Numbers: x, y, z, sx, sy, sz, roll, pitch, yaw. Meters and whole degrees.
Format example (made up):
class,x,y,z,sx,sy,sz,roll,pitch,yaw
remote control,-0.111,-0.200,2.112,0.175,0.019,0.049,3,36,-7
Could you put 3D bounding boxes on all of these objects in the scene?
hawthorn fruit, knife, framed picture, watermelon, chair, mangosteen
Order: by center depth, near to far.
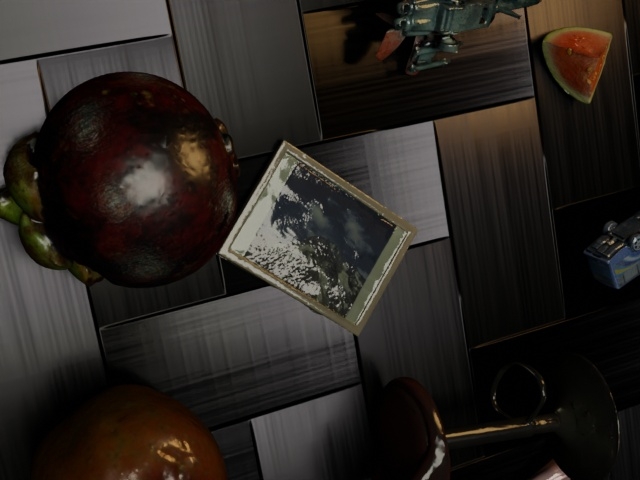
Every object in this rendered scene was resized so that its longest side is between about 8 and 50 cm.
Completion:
class,x,y,z,sx,sy,sz,roll,pitch,yaw
mangosteen,-0.258,-0.076,1.338,0.311,0.311,0.311,-3,98,-22
hawthorn fruit,-0.254,0.339,1.377,0.268,0.301,0.267,-1,92,-27
framed picture,0.000,0.000,1.588,0.281,0.019,0.208,30,85,-23
chair,0.251,0.315,1.623,0.401,0.226,0.226,-6,99,-22
watermelon,0.430,-0.304,1.686,0.135,0.094,0.125,18,98,-19
knife,0.336,0.460,1.753,0.336,0.081,0.043,-31,85,-16

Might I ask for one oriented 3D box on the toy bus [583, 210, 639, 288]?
class,x,y,z,sx,sy,sz,roll,pitch,yaw
toy bus,0.581,-0.009,1.801,0.237,0.079,0.094,-31,123,-16

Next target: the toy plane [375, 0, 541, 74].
class,x,y,z,sx,sy,sz,roll,pitch,yaw
toy plane,0.233,-0.365,1.591,0.326,0.104,0.222,-8,127,-25
